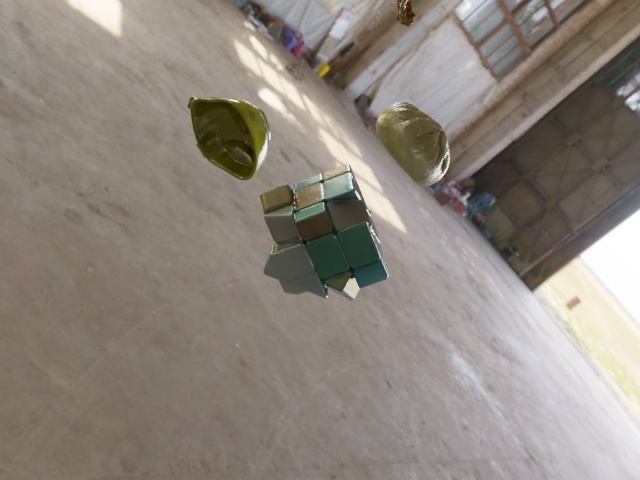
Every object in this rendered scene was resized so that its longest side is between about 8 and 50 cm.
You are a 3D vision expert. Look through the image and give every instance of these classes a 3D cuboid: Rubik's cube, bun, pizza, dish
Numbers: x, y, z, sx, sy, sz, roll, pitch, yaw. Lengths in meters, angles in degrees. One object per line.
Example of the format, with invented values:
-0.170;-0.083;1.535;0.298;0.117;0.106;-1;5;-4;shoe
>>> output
0.000;0.000;1.264;0.224;0.213;0.265;-95;163;-63;Rubik's cube
0.275;-0.281;1.864;0.259;0.160;0.259;46;19;-21;bun
0.226;-0.738;1.822;0.134;0.056;0.270;-55;138;-76;pizza
-0.218;-0.285;1.700;0.263;0.108;0.221;23;-47;38;dish
